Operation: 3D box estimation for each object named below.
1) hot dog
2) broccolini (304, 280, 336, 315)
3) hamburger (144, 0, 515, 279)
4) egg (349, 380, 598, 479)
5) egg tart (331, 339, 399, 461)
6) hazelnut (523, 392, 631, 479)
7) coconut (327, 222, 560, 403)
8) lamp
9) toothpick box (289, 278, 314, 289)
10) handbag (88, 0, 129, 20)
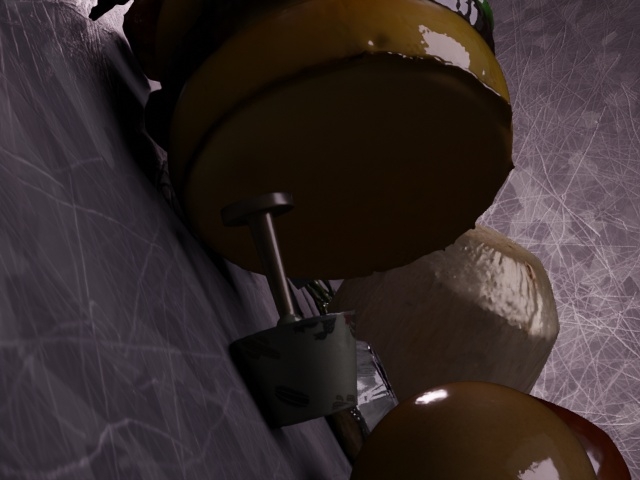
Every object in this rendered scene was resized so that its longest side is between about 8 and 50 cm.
[{"bbox_3d":[-0.172,-0.279,1.545,0.256,0.153,0.150,-3,94,-76],"label":"hot dog"},{"bbox_3d":[-0.003,0.080,2.206,0.203,0.068,0.091,62,22,15],"label":"broccolini"},{"bbox_3d":[0.008,-0.159,1.297,0.396,0.395,0.278,59,17,-54],"label":"hamburger"},{"bbox_3d":[0.149,0.268,1.169,0.250,0.250,0.322,62,8,-5],"label":"egg"},{"bbox_3d":[0.055,0.213,1.656,0.234,0.094,0.234,63,0,-1],"label":"egg tart"},{"bbox_3d":[0.255,0.381,1.625,0.366,0.365,0.366,62,3,-5],"label":"hazelnut"},{"bbox_3d":[0.181,0.162,1.983,0.415,0.415,0.345,61,0,-22],"label":"coconut"},{"bbox_3d":[-0.030,0.064,1.142,0.121,0.121,0.215,46,29,-81],"label":"lamp"},{"bbox_3d":[0.000,0.000,1.999,0.101,0.153,0.101,58,0,-1],"label":"toothpick box"},{"bbox_3d":[-0.271,-0.427,1.316,0.177,0.275,0.302,6,-37,36],"label":"handbag"}]
